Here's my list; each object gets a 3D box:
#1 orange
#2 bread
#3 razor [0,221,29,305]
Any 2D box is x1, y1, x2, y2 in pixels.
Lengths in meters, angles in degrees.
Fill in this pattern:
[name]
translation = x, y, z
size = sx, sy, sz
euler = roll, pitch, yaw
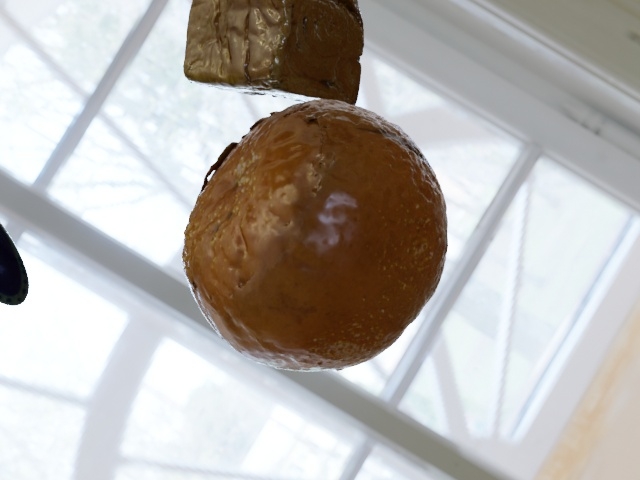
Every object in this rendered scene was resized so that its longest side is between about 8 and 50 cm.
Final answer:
[orange]
translation = 0.000, 0.000, 0.892
size = 0.193, 0.161, 0.193
euler = -34, 42, 38
[bread]
translation = -0.047, -0.217, 1.358
size = 0.158, 0.143, 0.149
euler = -5, -78, -54
[razor]
translation = -0.174, -0.037, 0.570
size = 0.044, 0.154, 0.028
euler = -32, -11, -14
